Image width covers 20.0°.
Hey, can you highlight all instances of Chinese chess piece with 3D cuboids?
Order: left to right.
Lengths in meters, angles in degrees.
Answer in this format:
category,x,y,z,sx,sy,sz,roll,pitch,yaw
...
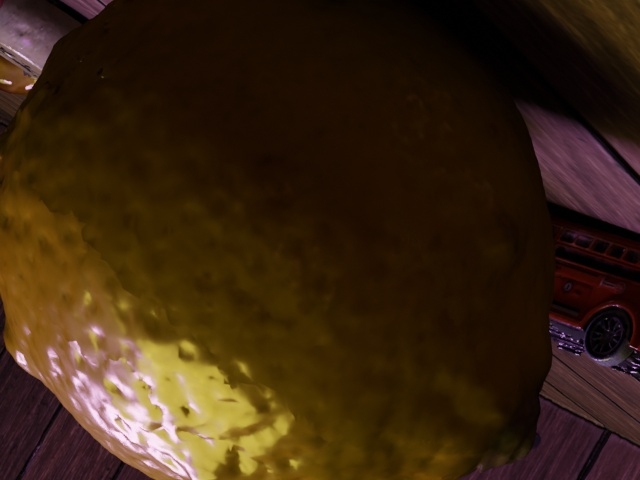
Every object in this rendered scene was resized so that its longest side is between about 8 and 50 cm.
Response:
category,x,y,z,sx,sy,sz,roll,pitch,yaw
Chinese chess piece,-0.332,-0.236,2.085,0.188,0.083,0.188,32,177,2

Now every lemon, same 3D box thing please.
category,x,y,z,sx,sy,sz,roll,pitch,yaw
lemon,-0.020,0.003,1.122,0.387,0.350,0.350,39,177,10

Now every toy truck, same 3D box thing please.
category,x,y,z,sx,sy,sz,roll,pitch,yaw
toy truck,0.222,0.047,1.507,0.107,0.114,0.252,32,173,-38

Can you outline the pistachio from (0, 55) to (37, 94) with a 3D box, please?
category,x,y,z,sx,sy,sz,roll,pitch,yaw
pistachio,-0.402,-0.241,2.330,0.189,0.100,0.110,28,171,2

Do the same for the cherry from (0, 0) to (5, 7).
category,x,y,z,sx,sy,sz,roll,pitch,yaw
cherry,-0.395,-0.282,1.940,0.126,0.087,0.106,30,172,-32
